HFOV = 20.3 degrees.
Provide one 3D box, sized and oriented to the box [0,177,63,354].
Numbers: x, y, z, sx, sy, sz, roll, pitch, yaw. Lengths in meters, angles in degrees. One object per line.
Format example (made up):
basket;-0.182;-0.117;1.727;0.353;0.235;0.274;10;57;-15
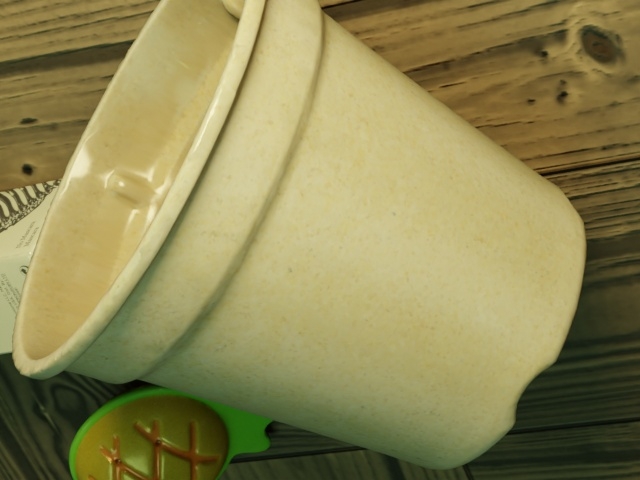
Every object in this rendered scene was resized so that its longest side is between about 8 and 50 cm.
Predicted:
box;-0.308;0.035;1.471;0.275;0.113;0.094;-11;123;25

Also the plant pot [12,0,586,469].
plant pot;0.000;0.000;1.232;0.305;0.334;0.334;27;132;-19

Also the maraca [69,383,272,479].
maraca;-0.127;0.171;1.534;0.186;0.099;0.127;-28;124;6
